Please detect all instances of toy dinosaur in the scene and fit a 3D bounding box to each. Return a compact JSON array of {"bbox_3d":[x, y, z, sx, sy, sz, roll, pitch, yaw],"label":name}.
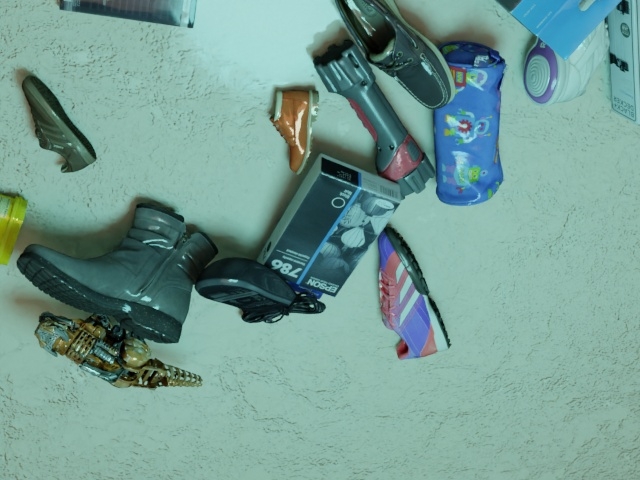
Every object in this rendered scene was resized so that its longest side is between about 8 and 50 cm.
[{"bbox_3d":[-0.378,0.210,1.884,0.164,0.218,0.322,-36,120,8],"label":"toy dinosaur"}]

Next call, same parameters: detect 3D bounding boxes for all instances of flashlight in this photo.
[{"bbox_3d":[0.093,-0.214,1.818,0.103,0.103,0.304,-36,116,3],"label":"flashlight"}]

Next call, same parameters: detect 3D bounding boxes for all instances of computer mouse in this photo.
[{"bbox_3d":[-0.130,0.085,1.883,0.188,0.072,0.272,-10,157,30],"label":"computer mouse"}]

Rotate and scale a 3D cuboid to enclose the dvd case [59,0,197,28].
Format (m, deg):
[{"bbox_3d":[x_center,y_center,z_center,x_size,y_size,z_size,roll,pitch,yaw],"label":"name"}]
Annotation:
[{"bbox_3d":[-0.306,-0.441,1.645,0.221,0.018,0.164,5,117,-14],"label":"dvd case"}]

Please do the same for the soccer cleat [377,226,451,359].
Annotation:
[{"bbox_3d":[0.162,0.115,2.013,0.116,0.108,0.318,-22,124,6],"label":"soccer cleat"}]

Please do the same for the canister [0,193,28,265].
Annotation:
[{"bbox_3d":[-0.617,-0.037,1.778,0.170,0.073,0.126,18,114,-19],"label":"canister"}]

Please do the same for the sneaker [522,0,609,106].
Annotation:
[{"bbox_3d":[0.454,-0.392,1.801,0.152,0.114,0.305,-7,121,-35],"label":"sneaker"}]

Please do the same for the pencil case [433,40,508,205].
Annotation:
[{"bbox_3d":[0.272,-0.212,1.836,0.133,0.119,0.306,3,122,12],"label":"pencil case"}]

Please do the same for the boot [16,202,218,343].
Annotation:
[{"bbox_3d":[-0.359,0.027,1.806,0.338,0.118,0.222,32,67,-33],"label":"boot"}]

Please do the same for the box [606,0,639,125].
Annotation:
[{"bbox_3d":[0.608,-0.373,1.819,0.169,0.087,0.290,-23,122,-13],"label":"box"}]

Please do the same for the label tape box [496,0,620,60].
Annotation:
[{"bbox_3d":[0.350,-0.488,1.615,0.334,0.106,0.240,43,106,5],"label":"label tape box"}]

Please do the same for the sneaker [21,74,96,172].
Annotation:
[{"bbox_3d":[-0.463,-0.191,1.726,0.071,0.066,0.188,-29,120,7],"label":"sneaker"}]

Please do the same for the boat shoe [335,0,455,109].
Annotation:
[{"bbox_3d":[0.118,-0.329,1.712,0.103,0.092,0.285,-25,109,42],"label":"boat shoe"}]

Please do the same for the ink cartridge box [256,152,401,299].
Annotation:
[{"bbox_3d":[0.000,0.000,1.881,0.165,0.065,0.332,19,130,-17],"label":"ink cartridge box"}]

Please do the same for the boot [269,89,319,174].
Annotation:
[{"bbox_3d":[-0.053,-0.196,1.819,0.085,0.059,0.158,3,110,-10],"label":"boot"}]
